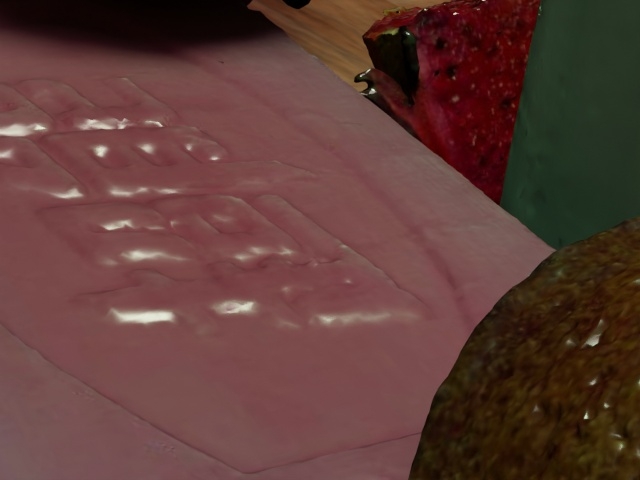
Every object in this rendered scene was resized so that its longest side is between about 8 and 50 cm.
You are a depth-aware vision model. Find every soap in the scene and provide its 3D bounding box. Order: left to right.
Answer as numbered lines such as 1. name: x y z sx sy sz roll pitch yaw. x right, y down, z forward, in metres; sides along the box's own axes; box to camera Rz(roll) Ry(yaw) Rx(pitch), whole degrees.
1. soap: -0.061 0.035 0.635 0.233 0.128 0.359 -9 32 -29

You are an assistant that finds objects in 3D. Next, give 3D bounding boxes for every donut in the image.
1. donut: 0.096 0.088 0.459 0.141 0.217 0.085 16 -12 -28

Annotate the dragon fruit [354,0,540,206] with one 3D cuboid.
1. dragon fruit: 0.122 -0.042 0.871 0.274 0.161 0.126 -14 5 -24

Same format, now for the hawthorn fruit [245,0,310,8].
1. hawthorn fruit: -0.127 -0.244 0.967 0.316 0.316 0.316 8 27 -4

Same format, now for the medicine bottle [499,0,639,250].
1. medicine bottle: 0.151 -0.058 0.672 0.158 0.318 0.158 7 28 -4
